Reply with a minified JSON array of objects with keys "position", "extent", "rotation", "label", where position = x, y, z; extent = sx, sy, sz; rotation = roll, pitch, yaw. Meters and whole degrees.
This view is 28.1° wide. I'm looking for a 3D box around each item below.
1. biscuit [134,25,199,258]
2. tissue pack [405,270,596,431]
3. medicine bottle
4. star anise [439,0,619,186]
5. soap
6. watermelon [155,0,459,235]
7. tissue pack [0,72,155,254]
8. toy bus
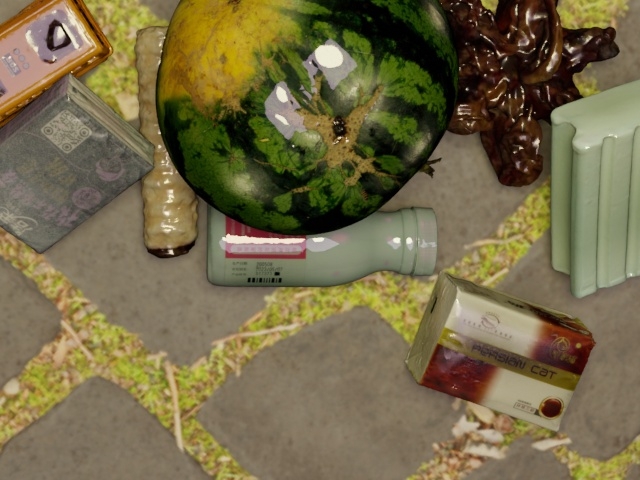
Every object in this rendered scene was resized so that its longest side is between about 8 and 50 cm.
[{"position":[-0.142,-0.093,1.207],"extent":[0.061,0.055,0.219],"rotation":[-4,102,-10],"label":"biscuit"},{"position":[0.175,0.108,1.251],"extent":[0.148,0.099,0.106],"rotation":[19,99,-9],"label":"tissue pack"},{"position":[0.000,0.000,1.220],"extent":[0.216,0.090,0.091],"rotation":[1,100,-6],"label":"medicine bottle"},{"position":[0.182,-0.162,1.192],"extent":[0.190,0.126,0.220],"rotation":[-41,104,7],"label":"star anise"},{"position":[0.278,-0.047,1.196],"extent":[0.119,0.066,0.198],"rotation":[-20,135,-10],"label":"soap"},{"position":[-0.015,-0.137,1.111],"extent":[0.268,0.269,0.269],"rotation":[-1,101,-5],"label":"watermelon"},{"position":[-0.244,-0.067,1.166],"extent":[0.156,0.051,0.112],"rotation":[-35,125,21],"label":"tissue pack"},{"position":[-0.292,-0.152,1.165],"extent":[0.194,0.088,0.083],"rotation":[-32,101,2],"label":"toy bus"}]
